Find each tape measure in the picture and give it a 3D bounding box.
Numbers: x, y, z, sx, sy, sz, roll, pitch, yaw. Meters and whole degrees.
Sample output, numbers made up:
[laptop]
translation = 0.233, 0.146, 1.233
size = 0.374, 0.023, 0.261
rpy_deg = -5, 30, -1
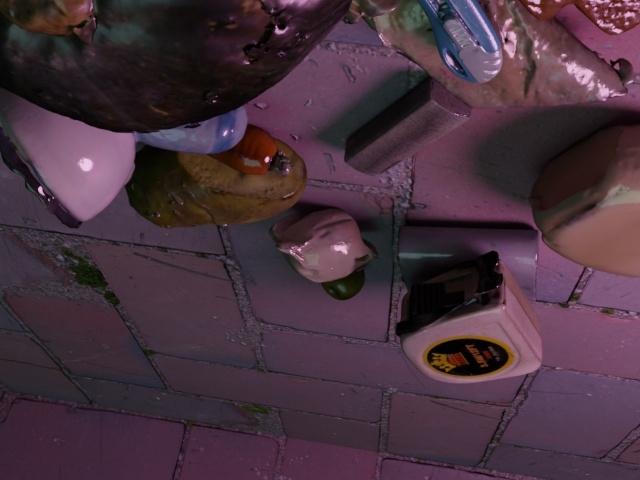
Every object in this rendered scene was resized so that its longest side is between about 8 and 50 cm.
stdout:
[tape measure]
translation = 0.228, 0.128, 1.381
size = 0.231, 0.133, 0.271
rpy_deg = -12, 144, 24

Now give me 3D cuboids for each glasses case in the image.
[glasses case]
translation = 0.116, -0.152, 1.150
size = 0.070, 0.047, 0.205
rpy_deg = 24, 150, -24

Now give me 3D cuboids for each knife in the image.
[knife]
translation = 0.119, -0.230, 0.816
size = 0.064, 0.031, 0.222
rpy_deg = -17, 139, 31

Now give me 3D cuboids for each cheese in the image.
[cheese]
translation = 0.427, -0.050, 1.140
size = 0.233, 0.127, 0.266
rpy_deg = 22, 152, -21

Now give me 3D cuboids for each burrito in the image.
[burrito]
translation = 0.166, -0.234, 0.917
size = 0.347, 0.107, 0.175
rpy_deg = 25, 157, -26

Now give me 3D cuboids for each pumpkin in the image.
[pumpkin]
translation = -0.172, -0.292, 0.669
size = 0.454, 0.344, 0.454
rpy_deg = 7, 150, 4

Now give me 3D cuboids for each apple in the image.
[apple]
translation = 0.039, 0.068, 1.564
size = 0.089, 0.074, 0.090
rpy_deg = 26, 150, 16

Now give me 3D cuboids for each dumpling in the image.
[dumpling]
translation = 0.000, 0.000, 1.408
size = 0.199, 0.136, 0.118
rpy_deg = 6, 123, -35

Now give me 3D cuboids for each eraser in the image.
[eraser]
translation = 0.255, 0.038, 1.418
size = 0.226, 0.081, 0.174
rpy_deg = 3, 153, 16

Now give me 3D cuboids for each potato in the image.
[potato]
translation = -0.161, -0.096, 1.266
size = 0.298, 0.141, 0.176
rpy_deg = -5, 162, 15

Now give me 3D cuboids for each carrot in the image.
[carrot]
translation = -0.188, -0.169, 1.179
size = 0.335, 0.069, 0.069
rpy_deg = 25, 154, 8

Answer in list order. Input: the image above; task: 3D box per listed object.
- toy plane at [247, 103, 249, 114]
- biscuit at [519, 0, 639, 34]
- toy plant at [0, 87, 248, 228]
[toy plane]
translation = -0.142, -0.196, 1.177
size = 0.078, 0.031, 0.083
rpy_deg = -12, 145, 37
[biscuit]
translation = 0.234, -0.302, 0.745
size = 0.301, 0.043, 0.278
rpy_deg = -3, 144, -11
[toy plant]
translation = -0.214, -0.188, 0.988
size = 0.332, 0.247, 0.247
rpy_deg = -31, 148, -5
